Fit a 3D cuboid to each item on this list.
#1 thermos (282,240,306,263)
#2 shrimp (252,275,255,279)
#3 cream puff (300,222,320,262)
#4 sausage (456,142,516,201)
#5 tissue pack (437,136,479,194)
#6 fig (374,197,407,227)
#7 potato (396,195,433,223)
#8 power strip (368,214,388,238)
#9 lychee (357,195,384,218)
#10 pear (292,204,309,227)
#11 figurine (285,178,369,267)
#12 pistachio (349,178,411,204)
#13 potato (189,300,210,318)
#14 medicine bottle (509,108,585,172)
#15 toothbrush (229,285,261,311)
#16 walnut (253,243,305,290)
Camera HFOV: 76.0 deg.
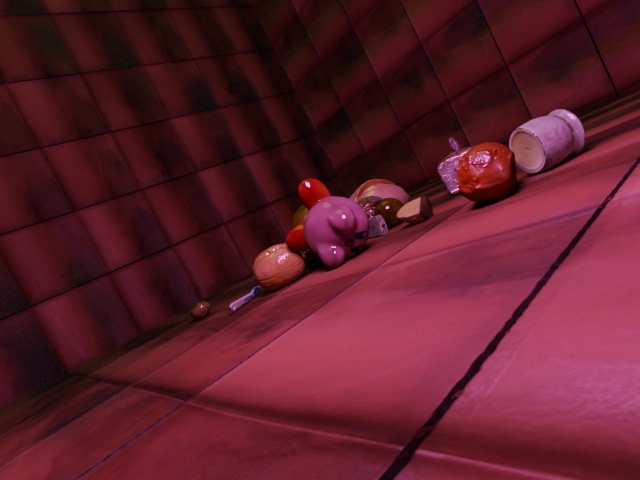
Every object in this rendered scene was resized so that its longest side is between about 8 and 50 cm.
[{"bbox_3d":[-0.135,0.073,1.859,0.182,0.145,0.286,-37,2,18],"label":"thermos"},{"bbox_3d":[-0.206,0.158,1.672,0.224,0.047,0.126,-7,18,37],"label":"shrimp"},{"bbox_3d":[0.000,0.000,1.671,0.269,0.154,0.241,11,24,35],"label":"cream puff"},{"bbox_3d":[0.463,-0.193,1.134,0.141,0.153,0.268,-4,14,27],"label":"sausage"},{"bbox_3d":[0.610,-0.344,1.761,0.239,0.238,0.305,-26,4,21],"label":"tissue pack"},{"bbox_3d":[0.330,-0.128,1.670,0.237,0.124,0.124,-16,-1,-21],"label":"fig"},{"bbox_3d":[0.323,-0.093,1.414,0.103,0.066,0.096,-17,34,43],"label":"potato"},{"bbox_3d":[0.208,-0.052,1.613,0.029,0.079,0.227,-23,2,-17],"label":"power strip"},{"bbox_3d":[0.224,-0.121,1.783,0.165,0.165,0.197,-28,-31,-18],"label":"lychee"},{"bbox_3d":[0.003,-0.077,2.084,0.294,0.294,0.294,-27,3,2],"label":"pear"},{"bbox_3d":[0.051,-0.051,1.408,0.211,0.269,0.261,-8,31,-43],"label":"figurine"},{"bbox_3d":[0.271,-0.176,1.977,0.309,0.229,0.230,-17,1,-13],"label":"pistachio"},{"bbox_3d":[-0.553,0.321,1.886,0.092,0.070,0.138,-30,3,-28],"label":"potato"},{"bbox_3d":[0.638,-0.280,1.159,0.143,0.147,0.147,-26,3,-9],"label":"medicine bottle"},{"bbox_3d":[-0.270,0.210,1.646,0.040,0.040,0.386,-26,1,22],"label":"toothbrush"},{"bbox_3d":[-0.156,0.095,1.522,0.197,0.165,0.165,-21,3,-3],"label":"walnut"}]
